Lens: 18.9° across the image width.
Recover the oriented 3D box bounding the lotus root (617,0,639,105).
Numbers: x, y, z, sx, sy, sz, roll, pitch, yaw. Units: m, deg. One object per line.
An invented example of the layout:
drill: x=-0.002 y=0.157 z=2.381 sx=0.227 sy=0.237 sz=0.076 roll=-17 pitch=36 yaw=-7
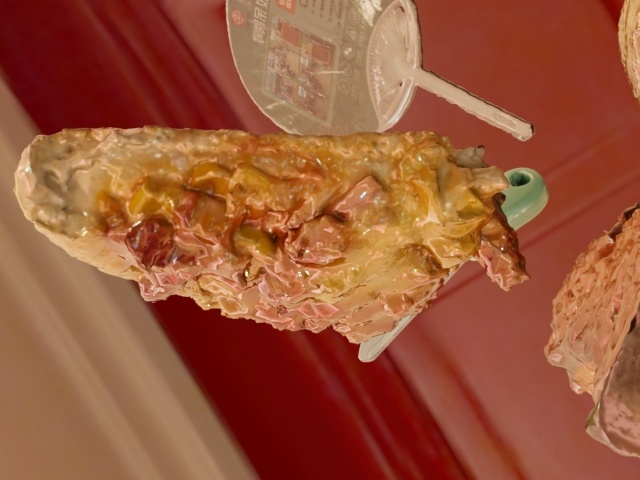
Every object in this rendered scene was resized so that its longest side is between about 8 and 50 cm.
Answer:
lotus root: x=0.274 y=-0.183 z=1.410 sx=0.110 sy=0.097 sz=0.258 roll=-54 pitch=-23 yaw=-37

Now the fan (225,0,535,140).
fan: x=0.021 y=-0.141 z=1.554 sx=0.012 sy=0.223 sz=0.294 roll=-32 pitch=-100 yaw=-43

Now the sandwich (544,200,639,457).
sandwich: x=0.242 y=0.032 z=1.133 sx=0.162 sy=0.250 sz=0.301 roll=26 pitch=171 yaw=0

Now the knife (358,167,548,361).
knife: x=0.116 y=0.019 z=1.826 sx=0.063 sy=0.260 sz=0.034 roll=32 pitch=156 yaw=41

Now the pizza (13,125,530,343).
pizza: x=0.000 y=0.000 z=0.969 sx=0.289 sy=0.229 sz=0.081 roll=19 pitch=-115 yaw=-47
